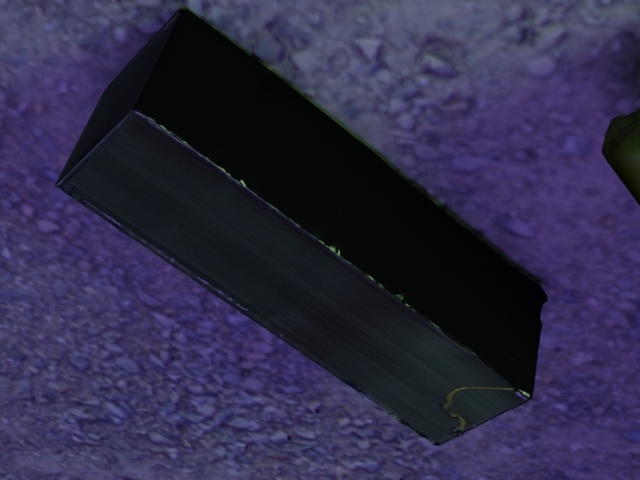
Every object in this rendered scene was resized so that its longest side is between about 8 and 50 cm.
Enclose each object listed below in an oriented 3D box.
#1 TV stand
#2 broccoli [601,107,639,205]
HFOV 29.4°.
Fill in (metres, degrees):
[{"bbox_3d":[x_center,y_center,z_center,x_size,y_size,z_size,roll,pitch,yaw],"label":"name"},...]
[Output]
[{"bbox_3d":[0.000,0.000,0.667,0.269,0.088,0.083,36,132,-21],"label":"TV stand"},{"bbox_3d":[0.295,0.101,0.601,0.397,0.275,0.353,16,108,3],"label":"broccoli"}]
